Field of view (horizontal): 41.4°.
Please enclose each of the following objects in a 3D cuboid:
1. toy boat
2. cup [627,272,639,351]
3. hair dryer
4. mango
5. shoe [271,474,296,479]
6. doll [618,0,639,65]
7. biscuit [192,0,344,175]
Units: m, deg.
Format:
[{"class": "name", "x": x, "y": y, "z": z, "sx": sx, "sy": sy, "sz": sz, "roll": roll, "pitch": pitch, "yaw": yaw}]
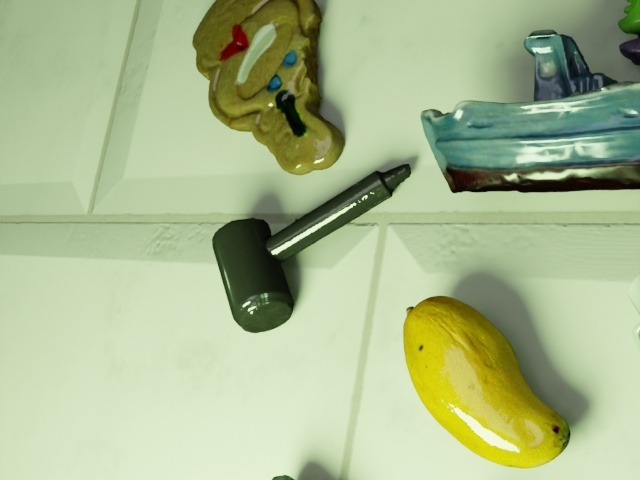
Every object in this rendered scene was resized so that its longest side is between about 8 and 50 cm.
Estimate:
[{"class": "toy boat", "x": 0.224, "y": -0.113, "z": 0.731, "sx": 0.309, "sy": 0.129, "sz": 0.142, "roll": -1, "pitch": 89, "yaw": 35}, {"class": "cup", "x": 0.291, "y": 0.081, "z": 0.665, "sx": 0.116, "sy": 0.074, "sz": 0.104, "roll": 64, "pitch": 142, "yaw": 36}, {"class": "hair dryer", "x": 0.000, "y": -0.001, "z": 0.918, "sx": 0.248, "sy": 0.070, "sz": 0.114, "roll": -29, "pitch": 58, "yaw": 16}, {"class": "mango", "x": 0.136, "y": 0.126, "z": 0.756, "sx": 0.098, "sy": 0.075, "sz": 0.190, "roll": -50, "pitch": 59, "yaw": 19}, {"class": "shoe", "x": 0.014, "y": 0.304, "z": 0.799, "sx": 0.078, "sy": 0.079, "sz": 0.195, "roll": -19, "pitch": 49, "yaw": -9}, {"class": "doll", "x": 0.344, "y": -0.190, "z": 0.723, "sx": 0.190, "sy": 0.050, "sz": 0.115, "roll": 31, "pitch": 101, "yaw": 38}, {"class": "biscuit", "x": -0.062, "y": -0.204, "z": 1.036, "sx": 0.183, "sy": 0.047, "sz": 0.320, "roll": -37, "pitch": 57, "yaw": 25}]
